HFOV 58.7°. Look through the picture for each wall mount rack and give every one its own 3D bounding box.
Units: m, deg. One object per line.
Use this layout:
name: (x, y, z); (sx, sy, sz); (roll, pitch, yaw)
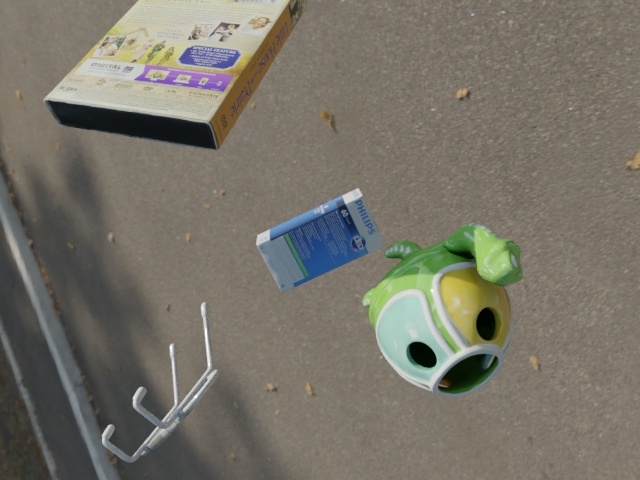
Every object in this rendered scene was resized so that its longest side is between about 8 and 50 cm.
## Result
wall mount rack: (-0.328, 0.317, 1.262); (0.130, 0.304, 0.350); (40, 128, -4)

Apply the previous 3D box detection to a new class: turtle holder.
turtle holder: (0.240, 0.124, 0.998); (0.320, 0.243, 0.227); (-40, 41, 21)

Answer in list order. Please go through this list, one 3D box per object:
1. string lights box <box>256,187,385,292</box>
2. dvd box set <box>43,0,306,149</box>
string lights box: (0.000, 0.000, 1.295); (0.077, 0.259, 0.133); (-104, -12, -71)
dvd box set: (-0.235, -0.339, 1.006); (0.307, 0.420, 0.062); (11, 144, 15)
